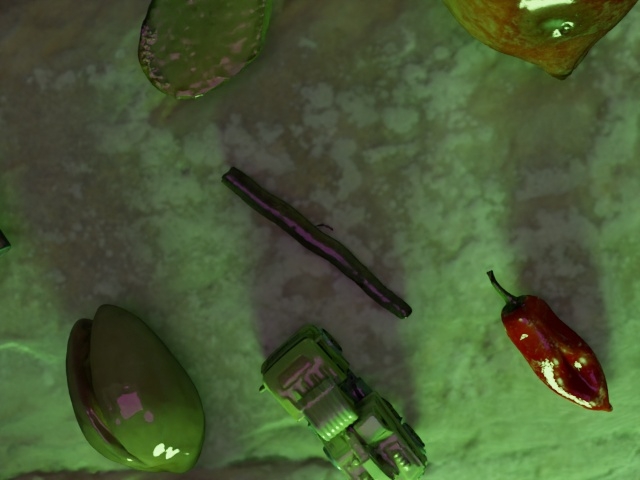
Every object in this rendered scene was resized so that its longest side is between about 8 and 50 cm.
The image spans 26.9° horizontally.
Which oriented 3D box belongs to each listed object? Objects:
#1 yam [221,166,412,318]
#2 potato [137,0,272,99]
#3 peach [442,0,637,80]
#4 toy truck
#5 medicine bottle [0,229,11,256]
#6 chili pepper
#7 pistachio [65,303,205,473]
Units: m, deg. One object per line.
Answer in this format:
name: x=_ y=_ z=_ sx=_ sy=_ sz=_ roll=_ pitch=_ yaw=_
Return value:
yam: x=-0.001 y=0.001 z=1.342 sx=0.234 sy=0.029 sz=0.027 roll=38 pitch=122 yaw=-2
potato: x=-0.102 y=-0.228 z=1.316 sx=0.119 sy=0.054 sz=0.197 roll=22 pitch=90 yaw=5
peach: x=0.206 y=-0.270 z=1.212 sx=0.232 sy=0.232 sz=0.256 roll=-17 pitch=104 yaw=4
toy truck: x=0.024 y=0.178 z=1.306 sx=0.085 sy=0.116 sz=0.191 roll=-41 pitch=92 yaw=4
medicine bottle: x=-0.390 y=-0.048 z=1.310 sx=0.094 sy=0.119 sz=0.188 roll=-35 pitch=91 yaw=5
chili pepper: x=0.227 y=0.105 z=1.322 sx=0.059 sy=0.050 sz=0.191 roll=-45 pitch=99 yaw=-11
pistachio: x=-0.184 y=0.151 z=1.321 sx=0.124 sy=0.124 sz=0.184 roll=-25 pitch=87 yaw=5
